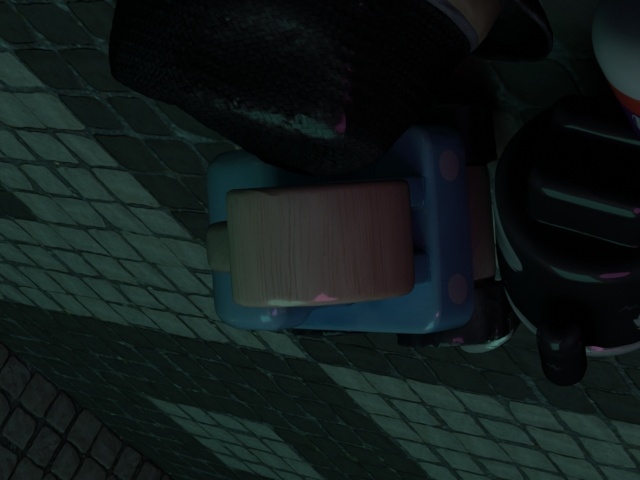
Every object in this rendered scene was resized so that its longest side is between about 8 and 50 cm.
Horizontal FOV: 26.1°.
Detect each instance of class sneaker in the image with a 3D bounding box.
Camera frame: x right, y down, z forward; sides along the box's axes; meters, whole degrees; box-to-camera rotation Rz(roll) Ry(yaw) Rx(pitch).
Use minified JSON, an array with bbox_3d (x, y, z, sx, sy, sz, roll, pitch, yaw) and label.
[{"bbox_3d":[0.162,0.086,1.664,0.178,0.072,0.077,-7,130,44],"label":"sneaker"}]

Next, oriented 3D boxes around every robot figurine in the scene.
[{"bbox_3d":[0.232,-0.009,1.137,0.173,0.209,0.278,58,174,26],"label":"robot figurine"}]

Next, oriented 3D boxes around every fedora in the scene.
[{"bbox_3d":[-0.025,-0.133,0.879,0.334,0.152,0.334,25,178,1],"label":"fedora"}]

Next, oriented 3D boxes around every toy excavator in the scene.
[{"bbox_3d":[0.000,0.000,1.160,0.433,0.222,0.445,-1,-175,45],"label":"toy excavator"}]

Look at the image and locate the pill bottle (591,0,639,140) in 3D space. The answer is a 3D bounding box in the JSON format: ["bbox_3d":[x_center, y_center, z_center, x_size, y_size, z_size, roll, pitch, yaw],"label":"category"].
[{"bbox_3d":[0.325,-0.064,0.945,0.181,0.181,0.323,3,140,44],"label":"pill bottle"}]
